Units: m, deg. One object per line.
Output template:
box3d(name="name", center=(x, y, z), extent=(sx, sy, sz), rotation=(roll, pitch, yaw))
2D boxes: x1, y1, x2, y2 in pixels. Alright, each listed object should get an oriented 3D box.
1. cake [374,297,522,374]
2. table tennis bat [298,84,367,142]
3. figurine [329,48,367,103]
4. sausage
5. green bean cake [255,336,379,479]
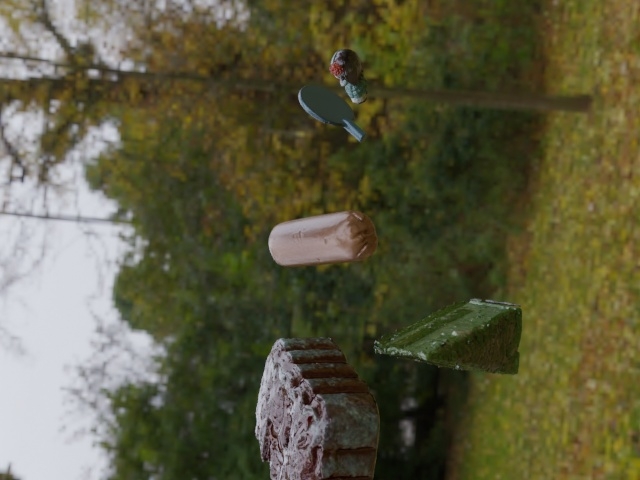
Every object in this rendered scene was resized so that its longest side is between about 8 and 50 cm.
box3d(name="cake", center=(0.166, 0.150, 1.591), extent=(0.235, 0.100, 0.099), rotation=(-17, -72, -52))
box3d(name="table tennis bat", center=(0.025, -0.232, 2.235), extent=(0.100, 0.155, 0.019), rotation=(-26, -29, -49))
box3d(name="figurine", center=(0.048, -0.268, 2.026), extent=(0.060, 0.047, 0.106), rotation=(-62, -36, -25))
box3d(name="sausage", center=(0.000, -0.001, 2.087), extent=(0.289, 0.086, 0.086), rotation=(-6, 75, 60))
box3d(name="green bean cake", center=(-0.011, 0.239, 1.511), extent=(0.233, 0.097, 0.199), rotation=(-126, 41, -59))
